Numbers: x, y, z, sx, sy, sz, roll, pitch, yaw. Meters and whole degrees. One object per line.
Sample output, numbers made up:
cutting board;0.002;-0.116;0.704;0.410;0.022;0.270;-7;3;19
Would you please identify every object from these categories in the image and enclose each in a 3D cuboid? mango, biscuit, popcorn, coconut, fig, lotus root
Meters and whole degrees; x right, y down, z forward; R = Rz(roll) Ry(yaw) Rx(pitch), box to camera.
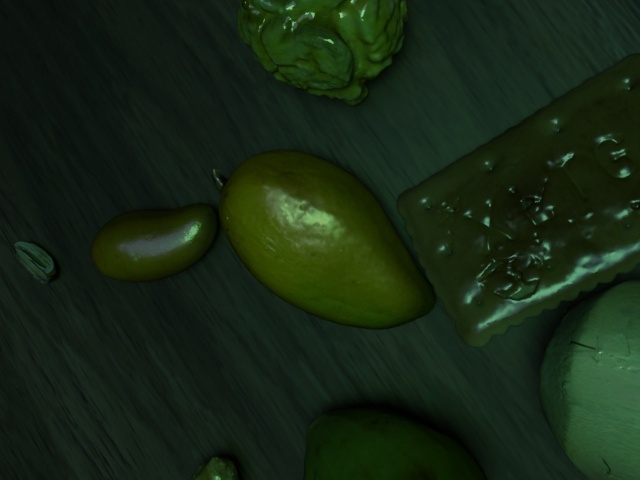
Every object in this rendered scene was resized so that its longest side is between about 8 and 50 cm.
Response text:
mango;0.000;0.000;0.693;0.317;0.119;0.176;38;101;2
biscuit;0.252;-0.045;0.606;0.325;0.044;0.217;-30;62;17
popcorn;0.006;-0.259;0.641;0.187;0.167;0.185;45;104;12
coconut;0.346;0.150;0.524;0.230;0.227;0.227;14;100;51
fig;0.080;0.288;0.640;0.207;0.207;0.230;-37;75;16
lotus root;-0.433;0.034;0.865;0.083;0.030;0.037;39;135;14
mango;-0.224;0.002;0.774;0.184;0.085;0.102;-14;86;7

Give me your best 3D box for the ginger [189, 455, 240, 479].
ginger;-0.124;0.534;0.777;0.363;0.122;0.348;42;106;4
